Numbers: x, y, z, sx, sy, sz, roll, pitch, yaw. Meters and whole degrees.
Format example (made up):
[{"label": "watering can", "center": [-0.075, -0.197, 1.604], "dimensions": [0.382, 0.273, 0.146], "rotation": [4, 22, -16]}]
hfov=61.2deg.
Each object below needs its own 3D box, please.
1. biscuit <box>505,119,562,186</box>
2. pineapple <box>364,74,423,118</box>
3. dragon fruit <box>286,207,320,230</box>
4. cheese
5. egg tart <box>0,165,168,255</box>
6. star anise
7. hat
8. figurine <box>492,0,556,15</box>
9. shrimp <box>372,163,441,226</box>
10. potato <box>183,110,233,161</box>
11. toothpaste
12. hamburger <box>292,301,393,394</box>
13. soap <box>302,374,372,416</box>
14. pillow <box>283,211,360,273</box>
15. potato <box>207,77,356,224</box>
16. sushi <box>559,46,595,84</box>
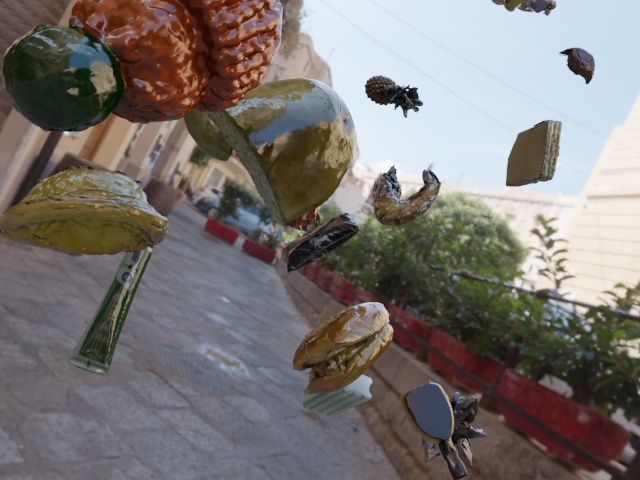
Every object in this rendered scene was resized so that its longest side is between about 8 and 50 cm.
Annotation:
[{"label": "biscuit", "center": [0.558, -0.221, 1.428], "dimensions": [0.052, 0.150, 0.252], "rotation": [7, 0, -2]}, {"label": "pineapple", "center": [0.200, -0.416, 1.539], "dimensions": [0.103, 0.083, 0.221], "rotation": [33, 7, -37]}, {"label": "dragon fruit", "center": [-0.051, -0.118, 1.776], "dimensions": [0.137, 0.135, 0.236], "rotation": [24, 32, 19]}, {"label": "cheese", "center": [0.207, 0.332, 0.939], "dimensions": [0.036, 0.086, 0.162], "rotation": [100, -30, -54]}, {"label": "egg tart", "center": [-0.496, -0.060, 1.166], "dimensions": [0.345, 0.132, 0.345], "rotation": [-6, -16, -2]}, {"label": "star anise", "center": [0.373, 0.536, 1.568], "dimensions": [0.129, 0.212, 0.282], "rotation": [17, -6, -27]}, {"label": "hat", "center": [-0.230, -0.263, 0.782], "dimensions": [0.285, 0.400, 0.285], "rotation": [17, -34, 12]}, {"label": "figurine", "center": [0.471, -0.650, 1.354], "dimensions": [0.235, 0.155, 0.127], "rotation": [5, -16, -21]}, {"label": "shrimp", "center": [0.275, -0.165, 1.736], "dimensions": [0.071, 0.233, 0.365], "rotation": [55, 23, -27]}, {"label": "potato", "center": [-0.323, -0.378, 1.599], "dimensions": [0.176, 0.298, 0.141], "rotation": [-15, 4, -26]}, {"label": "toothpaste", "center": [-0.525, 0.149, 1.414], "dimensions": [0.098, 0.392, 0.061], "rotation": [22, -17, -10]}, {"label": "hamburger", "center": [0.074, 0.220, 1.219], "dimensions": [0.144, 0.283, 0.156], "rotation": [53, -42, 6]}, {"label": "soap", "center": [0.043, 0.432, 1.529], "dimensions": [0.119, 0.067, 0.198], "rotation": [26, -41, -20]}, {"label": "pillow", "center": [0.000, 0.000, 1.356], "dimensions": [0.055, 0.208, 0.141], "rotation": [57, 7, -21]}, {"label": "potato", "center": [-0.039, -0.227, 1.157], "dimensions": [0.330, 0.280, 0.213], "rotation": [59, -15, -13]}, {"label": "sushi", "center": [0.582, -0.397, 1.215], "dimensions": [0.099, 0.050, 0.047], "rotation": [51, -17, -4]}]
